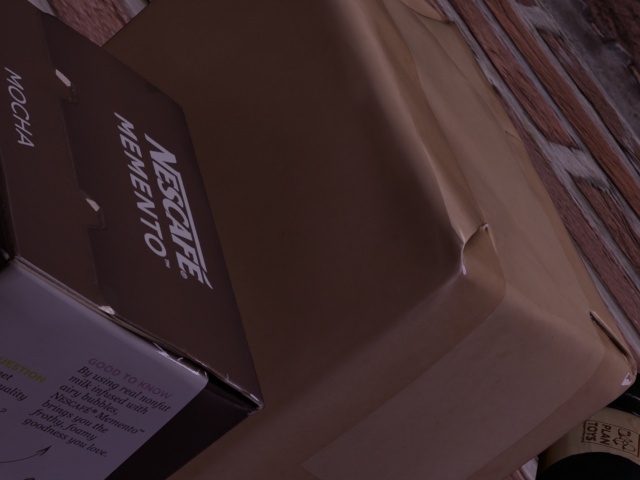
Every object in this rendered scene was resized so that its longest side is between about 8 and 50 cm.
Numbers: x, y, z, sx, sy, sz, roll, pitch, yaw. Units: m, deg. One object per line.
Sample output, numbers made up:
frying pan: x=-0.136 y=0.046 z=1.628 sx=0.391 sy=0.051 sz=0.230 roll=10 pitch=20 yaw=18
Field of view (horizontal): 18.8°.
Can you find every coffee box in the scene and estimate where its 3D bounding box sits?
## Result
coffee box: x=-0.179 y=0.062 z=0.714 sx=0.119 sy=0.297 sz=0.168 roll=36 pitch=25 yaw=-38

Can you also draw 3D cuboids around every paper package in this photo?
paper package: x=-0.046 y=0.030 z=1.039 sx=0.168 sy=0.325 sz=0.309 roll=32 pitch=26 yaw=-45

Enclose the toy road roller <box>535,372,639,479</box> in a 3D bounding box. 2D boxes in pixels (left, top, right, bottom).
toy road roller: x=0.077 y=0.203 z=1.276 sx=0.329 sy=0.240 sz=0.202 roll=14 pitch=20 yaw=6
